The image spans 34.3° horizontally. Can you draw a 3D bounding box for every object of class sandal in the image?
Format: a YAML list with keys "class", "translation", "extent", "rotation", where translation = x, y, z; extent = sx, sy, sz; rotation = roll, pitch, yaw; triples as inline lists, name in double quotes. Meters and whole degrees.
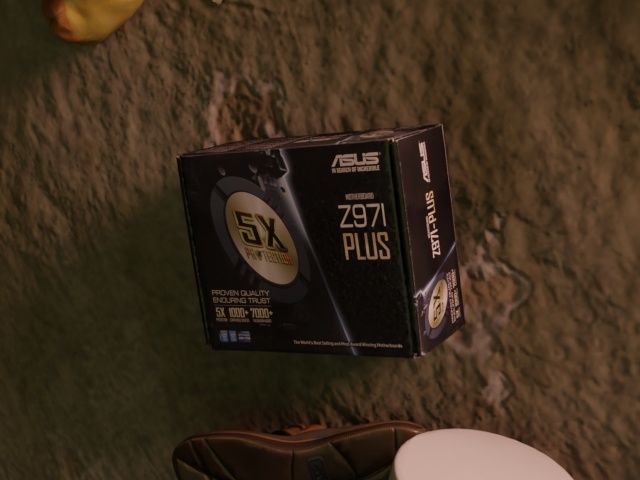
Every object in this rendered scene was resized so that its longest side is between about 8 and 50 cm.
- class: "sandal"
  translation: [-0.009, 0.172, 0.805]
  extent: [0.219, 0.060, 0.090]
  rotation: [-14, 102, 19]

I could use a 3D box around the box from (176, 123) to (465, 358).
- class: "box"
  translation: [0.000, 0.000, 0.734]
  extent: [0.180, 0.077, 0.147]
  rotation: [0, 103, 31]

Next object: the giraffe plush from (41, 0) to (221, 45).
- class: "giraffe plush"
  translation: [-0.194, -0.219, 0.734]
  extent: [0.210, 0.170, 0.181]
  rotation: [26, 115, 23]

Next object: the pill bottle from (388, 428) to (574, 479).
- class: "pill bottle"
  translation: [0.084, 0.289, 0.711]
  extent: [0.169, 0.169, 0.302]
  rotation: [20, 113, 25]
